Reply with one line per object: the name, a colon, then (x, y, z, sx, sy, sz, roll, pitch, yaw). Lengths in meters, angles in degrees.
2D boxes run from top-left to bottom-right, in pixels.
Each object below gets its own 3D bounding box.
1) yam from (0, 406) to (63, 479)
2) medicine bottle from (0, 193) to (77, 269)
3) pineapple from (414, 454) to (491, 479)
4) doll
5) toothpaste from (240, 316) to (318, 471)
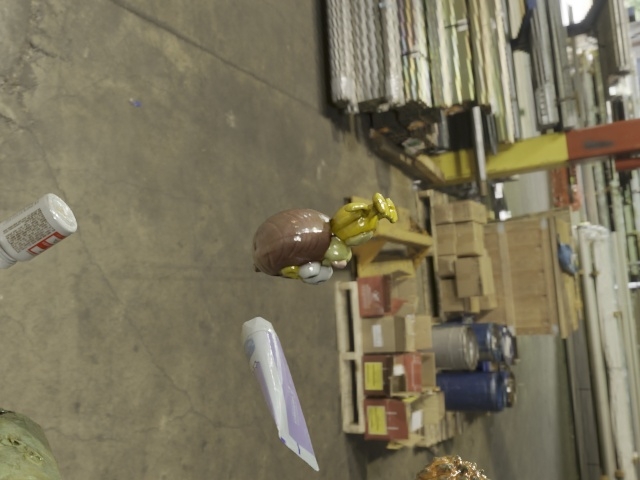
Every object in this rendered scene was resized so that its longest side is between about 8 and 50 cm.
yam: (-0.326, 0.276, 0.597, 0.161, 0.268, 0.161, -4, 98, -30)
medicine bottle: (-0.496, -0.013, 1.042, 0.079, 0.140, 0.079, 58, 1, -1)
pineapple: (0.243, 0.462, 1.020, 0.166, 0.193, 0.166, -21, 130, -27)
doll: (-0.003, -0.001, 0.752, 0.145, 0.188, 0.096, -6, 73, -46)
toothpaste: (-0.087, 0.282, 1.201, 0.125, 0.080, 0.371, 52, 1, -33)
